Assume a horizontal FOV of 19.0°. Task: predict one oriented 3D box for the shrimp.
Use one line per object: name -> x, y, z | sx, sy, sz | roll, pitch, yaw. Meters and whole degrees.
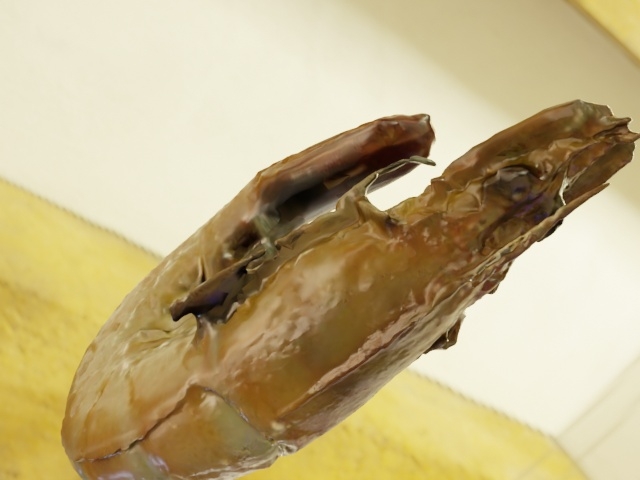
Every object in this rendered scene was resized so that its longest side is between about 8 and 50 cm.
shrimp -> 0.005, 0.005, 0.435 | 0.162, 0.095, 0.045 | -32, -75, 25
